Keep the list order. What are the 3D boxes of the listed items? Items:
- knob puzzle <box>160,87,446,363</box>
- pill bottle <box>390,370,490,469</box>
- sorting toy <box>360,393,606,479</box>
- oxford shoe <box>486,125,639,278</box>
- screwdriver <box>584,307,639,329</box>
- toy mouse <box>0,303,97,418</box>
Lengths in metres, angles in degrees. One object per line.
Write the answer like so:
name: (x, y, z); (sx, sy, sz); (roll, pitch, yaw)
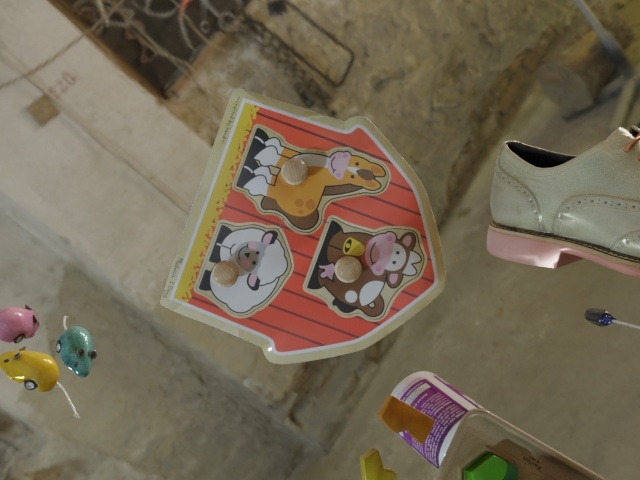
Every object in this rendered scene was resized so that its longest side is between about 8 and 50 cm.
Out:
knob puzzle: (0.000, 0.000, 0.584); (0.213, 0.213, 0.030); (-48, 0, 0)
pill bottle: (0.291, 0.421, 1.756); (0.169, 0.169, 0.301); (-50, 35, -6)
sorting toy: (0.175, 0.318, 0.930); (0.229, 0.307, 0.041); (-61, 12, -10)
oxford shoe: (0.338, -0.042, 0.822); (0.397, 0.146, 0.140); (4, 14, 42)
screwdriver: (0.397, 0.106, 1.076); (0.024, 0.025, 0.170); (-20, 0, -7)
toy mouse: (-0.295, 0.104, 0.870); (0.031, 0.161, 0.143); (-57, 4, 21)
